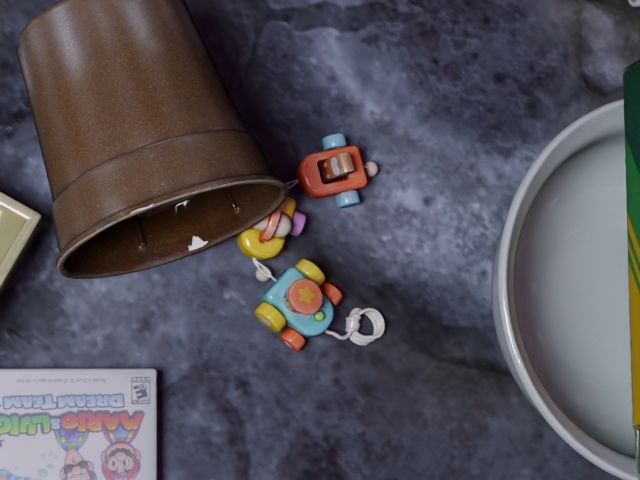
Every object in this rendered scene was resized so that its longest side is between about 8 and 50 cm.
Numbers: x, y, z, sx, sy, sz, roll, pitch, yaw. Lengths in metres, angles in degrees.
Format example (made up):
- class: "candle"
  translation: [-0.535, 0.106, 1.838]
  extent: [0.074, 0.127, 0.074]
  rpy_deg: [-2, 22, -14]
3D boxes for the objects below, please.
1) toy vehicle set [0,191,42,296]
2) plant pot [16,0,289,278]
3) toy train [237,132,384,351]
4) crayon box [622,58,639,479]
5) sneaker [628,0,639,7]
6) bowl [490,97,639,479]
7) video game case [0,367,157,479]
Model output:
- class: "toy vehicle set"
  translation: [-0.345, -0.009, 0.826]
  extent: [0.267, 0.035, 0.166]
  rpy_deg: [30, 74, -6]
- class: "plant pot"
  translation: [-0.127, -0.080, 0.857]
  extent: [0.167, 0.167, 0.165]
  rpy_deg: [-17, 79, -19]
- class: "toy train"
  translation: [0.000, 0.000, 0.935]
  extent: [0.125, 0.046, 0.166]
  rpy_deg: [-7, 82, -18]
- class: "crayon box"
  translation: [0.325, 0.028, 0.870]
  extent: [0.202, 0.081, 0.318]
  rpy_deg: [3, 80, -17]
- class: "sneaker"
  translation: [0.329, -0.234, 1.066]
  extent: [0.235, 0.090, 0.095]
  rpy_deg: [9, 91, -12]
- class: "bowl"
  translation: [0.249, 0.044, 0.957]
  extent: [0.298, 0.134, 0.298]
  rpy_deg: [3, 80, -17]
- class: "video game case"
  translation: [-0.193, 0.162, 0.861]
  extent: [0.157, 0.019, 0.143]
  rpy_deg: [2, 80, -16]
